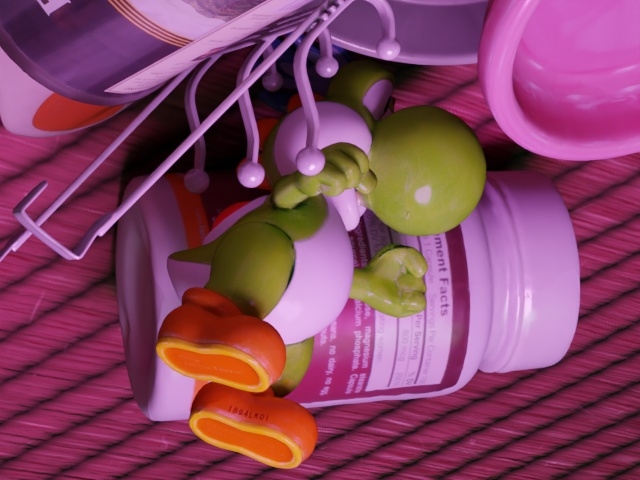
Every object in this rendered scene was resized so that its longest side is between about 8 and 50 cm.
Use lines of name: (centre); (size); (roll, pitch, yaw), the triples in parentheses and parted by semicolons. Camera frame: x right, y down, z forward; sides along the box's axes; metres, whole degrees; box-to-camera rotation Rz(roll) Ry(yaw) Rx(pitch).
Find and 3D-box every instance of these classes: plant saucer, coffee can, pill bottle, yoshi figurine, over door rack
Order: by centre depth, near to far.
coffee can: (-0.087, -0.231, 1.248); (0.201, 0.202, 0.275); (20, 151, -38)
plant saucer: (0.256, -0.197, 1.339); (0.332, 0.084, 0.332); (-19, 148, -12)
over door rack: (-0.109, -0.064, 1.398); (0.324, 0.108, 0.239); (-36, -168, -23)
yoshi figurine: (0.023, -0.001, 1.478); (0.203, 0.362, 0.203); (37, 143, -16)
pill bottle: (0.023, 0.038, 1.685); (0.392, 0.224, 0.224); (-4, 141, -16)

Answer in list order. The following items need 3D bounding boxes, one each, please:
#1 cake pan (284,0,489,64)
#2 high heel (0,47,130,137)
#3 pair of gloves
cake pan: (0.075, -0.242, 1.404); (0.293, 0.054, 0.293); (7, 149, 4)
high heel: (-0.260, -0.199, 1.419); (0.127, 0.181, 0.377); (-33, 161, 9)
pair of gloves: (0.041, -0.171, 1.589); (0.159, 0.023, 0.198); (26, 122, -40)
